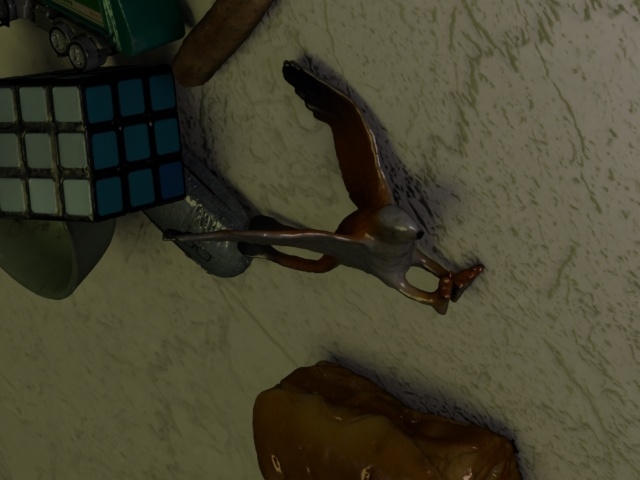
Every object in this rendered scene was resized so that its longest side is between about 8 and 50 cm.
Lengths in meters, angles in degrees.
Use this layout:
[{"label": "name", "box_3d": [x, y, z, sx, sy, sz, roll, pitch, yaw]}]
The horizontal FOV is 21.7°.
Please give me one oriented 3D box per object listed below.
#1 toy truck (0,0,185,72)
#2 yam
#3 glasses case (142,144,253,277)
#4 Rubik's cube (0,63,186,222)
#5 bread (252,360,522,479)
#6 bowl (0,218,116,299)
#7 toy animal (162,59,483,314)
[{"label": "toy truck", "box_3d": [-0.261, -0.272, 1.856, 0.253, 0.114, 0.124, 32, 131, 33]}, {"label": "yam", "box_3d": [-0.101, -0.221, 1.738, 0.057, 0.057, 0.241, 52, 151, 2]}, {"label": "glasses case", "box_3d": [-0.182, -0.068, 2.003, 0.282, 0.067, 0.109, 43, 142, 14]}, {"label": "Rubik's cube", "box_3d": [-0.267, -0.112, 1.899, 0.163, 0.162, 0.160, 2, 103, 35]}, {"label": "bread", "box_3d": [0.071, 0.265, 1.919, 0.344, 0.149, 0.195, 19, 137, 45]}, {"label": "bowl", "box_3d": [-0.355, -0.080, 2.158, 0.289, 0.146, 0.289, 34, 144, 30]}, {"label": "toy animal", "box_3d": [0.019, 0.010, 1.749, 0.302, 0.225, 0.284, 29, 163, 17]}]
